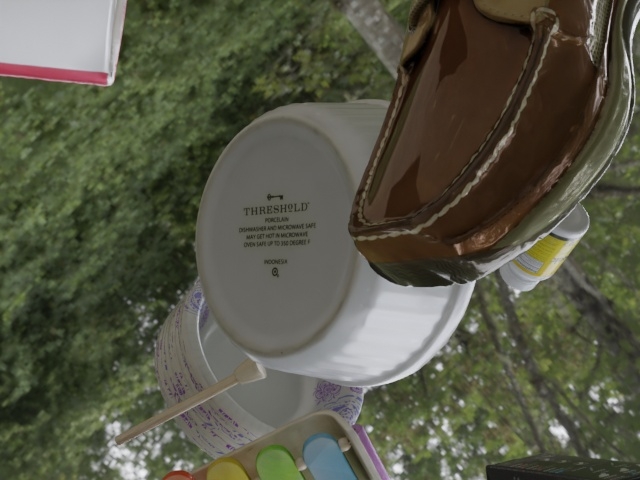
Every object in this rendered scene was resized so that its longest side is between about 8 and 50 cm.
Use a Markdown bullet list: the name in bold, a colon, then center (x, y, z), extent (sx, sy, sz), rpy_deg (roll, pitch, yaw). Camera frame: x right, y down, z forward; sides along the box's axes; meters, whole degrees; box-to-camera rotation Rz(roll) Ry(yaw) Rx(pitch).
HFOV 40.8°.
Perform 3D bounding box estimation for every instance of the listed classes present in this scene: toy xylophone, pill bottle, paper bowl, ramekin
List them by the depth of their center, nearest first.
- **ramekin**: center (0.000, 0.000, 0.781), extent (0.273, 0.127, 0.273), rpy_deg (-4, -95, 44)
- **toy xylophone**: center (-0.093, 0.273, 0.928), extent (0.322, 0.236, 0.081), rpy_deg (-35, -166, 6)
- **pill bottle**: center (0.249, 0.004, 0.974), extent (0.116, 0.065, 0.065), rpy_deg (114, -3, -47)
- **paper bowl**: center (-0.093, 0.183, 1.175), extent (0.148, 0.284, 0.284), rpy_deg (-44, -159, 36)

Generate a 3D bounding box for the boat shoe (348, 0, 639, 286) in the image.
- **boat shoe**: center (0.093, -0.124, 0.436), extent (0.122, 0.120, 0.324), rpy_deg (-9, -139, 47)

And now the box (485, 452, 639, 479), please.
- **box**: center (0.406, 0.433, 1.343), extent (0.270, 0.143, 0.165), rpy_deg (-13, -100, 59)

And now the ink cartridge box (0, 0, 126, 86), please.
- **ink cartridge box**: center (-0.192, -0.176, 0.422), extent (0.237, 0.172, 0.100), rpy_deg (-116, -146, -51)
